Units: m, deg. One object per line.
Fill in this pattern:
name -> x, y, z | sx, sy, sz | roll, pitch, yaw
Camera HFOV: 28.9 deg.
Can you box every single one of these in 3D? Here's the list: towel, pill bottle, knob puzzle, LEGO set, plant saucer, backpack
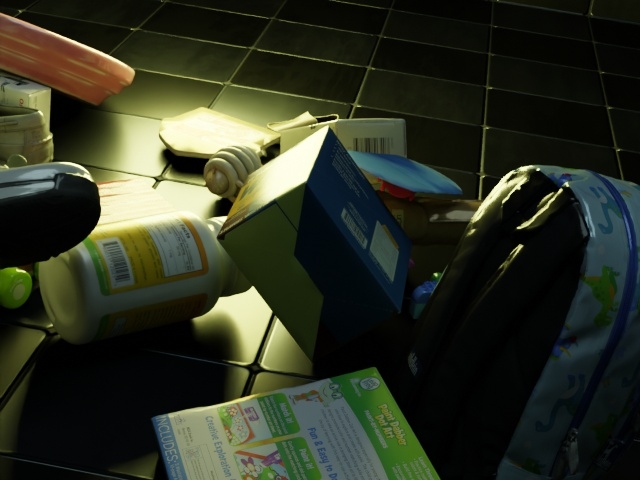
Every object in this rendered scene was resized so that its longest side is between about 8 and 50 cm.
towel -> -0.286, -0.016, 1.730 | 0.198, 0.031, 0.275 | -10, 29, -29
pill bottle -> -0.205, 0.037, 1.516 | 0.245, 0.136, 0.136 | -11, 31, -35
knob puzzle -> -0.185, -0.164, 2.067 | 0.213, 0.030, 0.213 | 7, 25, -3
LEGO set -> 0.188, 0.046, 1.662 | 0.227, 0.093, 0.087 | -1, 27, -18
plant saucer -> -0.484, -0.309, 2.103 | 0.332, 0.084, 0.332 | 20, 0, 0
backpack -> 0.226, 0.094, 1.269 | 0.273, 0.356, 0.290 | 2, 25, -15

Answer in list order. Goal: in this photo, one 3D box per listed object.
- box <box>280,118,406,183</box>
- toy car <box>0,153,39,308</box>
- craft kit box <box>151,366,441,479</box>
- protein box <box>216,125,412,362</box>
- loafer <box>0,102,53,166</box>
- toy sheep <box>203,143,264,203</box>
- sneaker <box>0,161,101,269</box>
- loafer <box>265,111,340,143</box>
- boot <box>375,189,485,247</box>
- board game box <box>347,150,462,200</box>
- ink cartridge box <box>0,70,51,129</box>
box -> 0.029, -0.128, 1.861 | 0.113, 0.094, 0.275 | -2, 3, -20
toy car -> -0.404, -0.036, 1.550 | 0.155, 0.189, 0.149 | 21, 29, 26
craft kit box -> -0.022, 0.233, 1.205 | 0.246, 0.061, 0.250 | -13, 30, -10
protein box -> 0.000, 0.000, 1.540 | 0.136, 0.200, 0.201 | -31, 16, 20
loafer -> -0.551, -0.196, 1.928 | 0.319, 0.112, 0.112 | 17, 30, 19
toy sheep -> -0.128, -0.105, 1.899 | 0.091, 0.091, 0.132 | 20, 33, 25
sneaker -> -0.450, -0.099, 1.424 | 0.447, 0.258, 0.169 | -9, -21, 22
loafer -> -0.030, -0.198, 2.157 | 0.148, 0.050, 0.056 | -4, 28, -24
boot -> 0.191, -0.022, 1.745 | 0.269, 0.089, 0.236 | 2, 8, -2
board game box -> 0.108, -0.077, 1.665 | 0.168, 0.033, 0.133 | 0, 26, -46
ink cartridge box -> -0.502, -0.212, 1.994 | 0.135, 0.099, 0.056 | 21, 27, 23
